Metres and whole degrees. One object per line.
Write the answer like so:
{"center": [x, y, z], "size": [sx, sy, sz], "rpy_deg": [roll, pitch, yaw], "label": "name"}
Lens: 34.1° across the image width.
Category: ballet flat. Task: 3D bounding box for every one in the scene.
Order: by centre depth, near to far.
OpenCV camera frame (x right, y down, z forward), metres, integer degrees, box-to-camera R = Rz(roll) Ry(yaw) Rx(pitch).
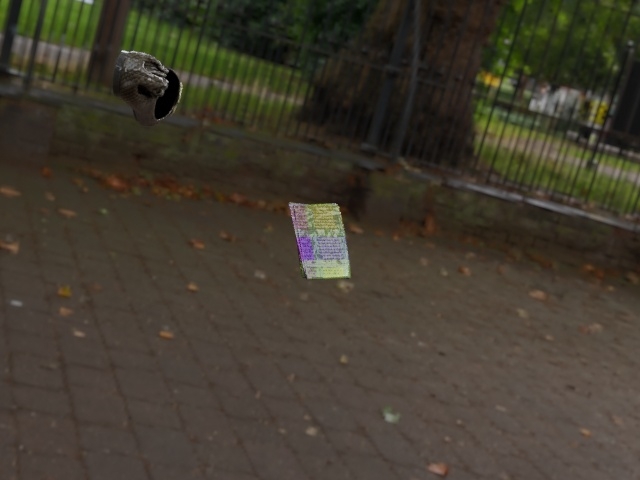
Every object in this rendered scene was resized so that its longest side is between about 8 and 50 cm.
{"center": [-0.198, -0.183, 1.273], "size": [0.058, 0.084, 0.250], "rpy_deg": [11, -1, 2], "label": "ballet flat"}

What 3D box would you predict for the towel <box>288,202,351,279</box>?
{"center": [0.000, 0.000, 1.044], "size": [0.060, 0.083, 0.009], "rpy_deg": [-1, -20, -33], "label": "towel"}
